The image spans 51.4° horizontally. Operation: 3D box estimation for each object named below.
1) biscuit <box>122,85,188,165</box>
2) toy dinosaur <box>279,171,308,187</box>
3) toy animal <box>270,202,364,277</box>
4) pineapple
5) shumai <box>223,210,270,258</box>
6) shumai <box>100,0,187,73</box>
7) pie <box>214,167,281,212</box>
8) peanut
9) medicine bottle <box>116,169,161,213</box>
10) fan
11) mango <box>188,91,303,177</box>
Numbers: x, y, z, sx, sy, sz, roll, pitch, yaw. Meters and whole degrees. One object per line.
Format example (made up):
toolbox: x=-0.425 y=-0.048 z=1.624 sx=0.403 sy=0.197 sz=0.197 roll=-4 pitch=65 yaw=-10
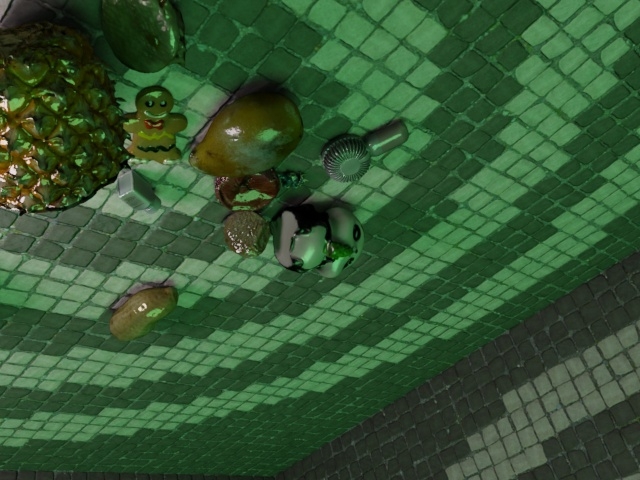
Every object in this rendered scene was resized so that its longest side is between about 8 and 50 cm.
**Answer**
biscuit: x=-0.392 y=-0.261 z=1.569 sx=0.158 sy=0.035 sz=0.240 roll=-6 pitch=145 yaw=-18
toy dinosaur: x=-0.077 y=-0.169 z=1.828 sx=0.083 sy=0.030 sz=0.047 roll=0 pitch=141 yaw=-24
toy animal: x=0.005 y=0.002 z=1.946 sx=0.267 sy=0.212 sz=0.212 roll=5 pitch=140 yaw=-23
pineapple: x=-0.546 y=-0.241 z=1.259 sx=0.353 sy=0.352 sz=0.300 roll=-14 pitch=128 yaw=-4
shumai: x=-0.208 y=-0.018 z=1.923 sx=0.146 sy=0.145 sz=0.116 roll=-19 pitch=169 yaw=3
shumai: x=-0.325 y=-0.425 z=1.295 sx=0.120 sy=0.201 sz=0.201 roll=-44 pitch=168 yaw=-43
pie: x=-0.197 y=-0.146 z=1.795 sx=0.183 sy=0.049 sz=0.182 roll=-8 pitch=141 yaw=-6
peanut: x=-0.559 y=0.225 z=2.102 sx=0.253 sy=0.122 sz=0.137 roll=-39 pitch=149 yaw=22
medicine bottle: x=-0.463 y=-0.117 z=1.701 sx=0.055 sy=0.074 sz=0.118 roll=-27 pitch=145 yaw=13
fan: x=0.122 y=-0.243 z=1.780 sx=0.244 sy=0.074 sz=0.130 roll=-26 pitch=134 yaw=4
mango: x=-0.181 y=-0.238 z=1.595 sx=0.316 sy=0.146 sz=0.193 roll=-28 pitch=137 yaw=26
